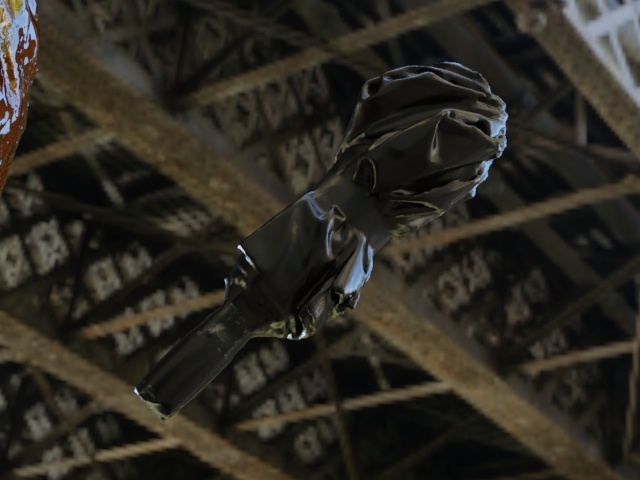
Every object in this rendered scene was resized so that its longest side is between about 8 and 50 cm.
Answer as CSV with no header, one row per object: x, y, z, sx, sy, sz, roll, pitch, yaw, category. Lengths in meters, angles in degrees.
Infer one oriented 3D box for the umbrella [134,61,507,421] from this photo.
0.000,0.000,1.034,0.118,0.340,0.118,45,-14,14,umbrella

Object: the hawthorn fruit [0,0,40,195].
-0.252,-0.103,0.679,0.298,0.277,0.277,-35,-48,28,hawthorn fruit
